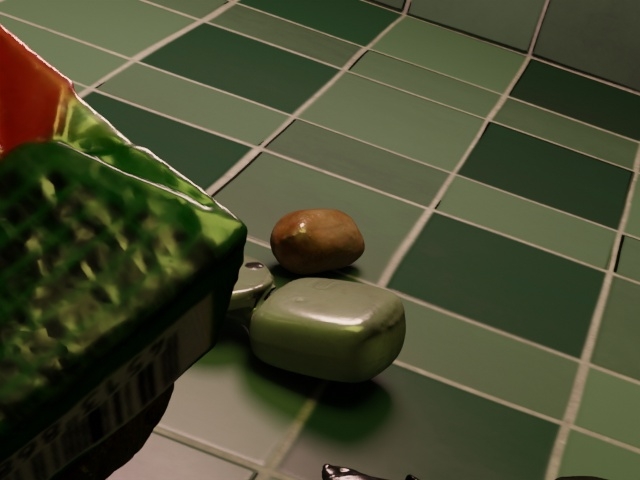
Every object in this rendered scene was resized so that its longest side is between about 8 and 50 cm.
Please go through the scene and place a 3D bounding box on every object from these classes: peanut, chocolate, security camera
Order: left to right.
[{"bbox_3d":[-0.286,0.039,1.280,0.360,0.161,0.341,-39,62,-20],"label":"chocolate"},{"bbox_3d":[-0.062,0.074,1.765,0.301,0.080,0.157,14,21,20],"label":"security camera"},{"bbox_3d":[0.000,0.000,1.987,0.076,0.076,0.152,30,20,31],"label":"peanut"}]

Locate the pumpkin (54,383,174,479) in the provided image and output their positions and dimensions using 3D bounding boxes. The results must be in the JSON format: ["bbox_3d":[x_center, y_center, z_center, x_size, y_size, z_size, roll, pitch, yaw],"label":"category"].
[{"bbox_3d":[-0.238,0.119,1.426,0.219,0.162,0.219,9,48,-10],"label":"pumpkin"}]

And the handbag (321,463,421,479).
[{"bbox_3d":[0.131,0.271,1.404,0.254,0.088,0.211,12,32,-20],"label":"handbag"}]

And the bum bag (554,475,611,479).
[{"bbox_3d":[0.308,0.288,1.499,0.142,0.079,0.326,12,21,-16],"label":"bum bag"}]
